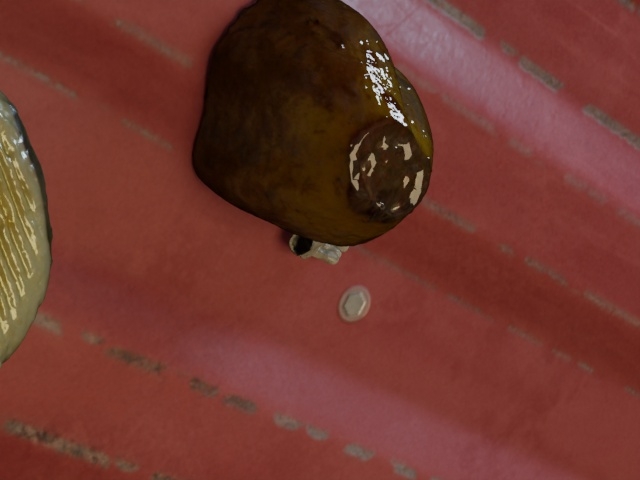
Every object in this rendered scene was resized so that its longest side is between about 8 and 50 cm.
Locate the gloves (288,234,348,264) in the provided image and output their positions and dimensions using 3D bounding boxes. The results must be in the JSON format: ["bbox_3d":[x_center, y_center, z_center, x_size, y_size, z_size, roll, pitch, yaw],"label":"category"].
[{"bbox_3d":[-0.001,-0.002,1.454,0.044,0.037,0.081,-36,152,26],"label":"gloves"}]

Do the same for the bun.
[{"bbox_3d":[-0.301,-0.005,1.162,0.244,0.153,0.244,-3,95,-44],"label":"bun"}]

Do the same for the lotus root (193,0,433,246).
[{"bbox_3d":[0.018,-0.094,1.348,0.188,0.180,0.199,5,106,-32],"label":"lotus root"}]
